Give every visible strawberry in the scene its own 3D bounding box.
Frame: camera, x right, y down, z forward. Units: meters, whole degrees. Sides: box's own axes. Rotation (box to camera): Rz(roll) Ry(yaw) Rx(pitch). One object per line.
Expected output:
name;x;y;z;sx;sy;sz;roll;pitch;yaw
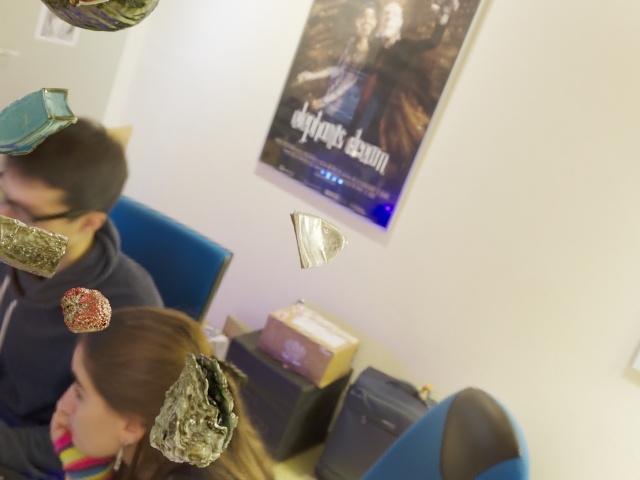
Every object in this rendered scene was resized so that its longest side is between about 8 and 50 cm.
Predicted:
strawberry;-0.412;0.126;1.325;0.083;0.083;0.096;30;-9;27

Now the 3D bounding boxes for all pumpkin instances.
pumpkin;-0.478;-0.627;1.607;0.291;0.328;0.257;-9;-9;27

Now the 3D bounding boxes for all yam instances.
yam;-0.627;0.013;1.590;0.183;0.107;0.107;26;10;-39

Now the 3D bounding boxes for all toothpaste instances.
toothpaste;-0.001;-0.001;1.508;0.099;0.068;0.282;50;11;12

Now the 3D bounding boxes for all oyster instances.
oyster;-0.247;0.335;1.411;0.112;0.268;0.198;-2;32;-35

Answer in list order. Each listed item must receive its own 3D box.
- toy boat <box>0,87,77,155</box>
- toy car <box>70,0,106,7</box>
toy boat;-0.474;-0.185;1.219;0.077;0.185;0.075;2;67;-64
toy car;-0.454;-0.518;1.404;0.112;0.112;0.139;-28;66;-39
